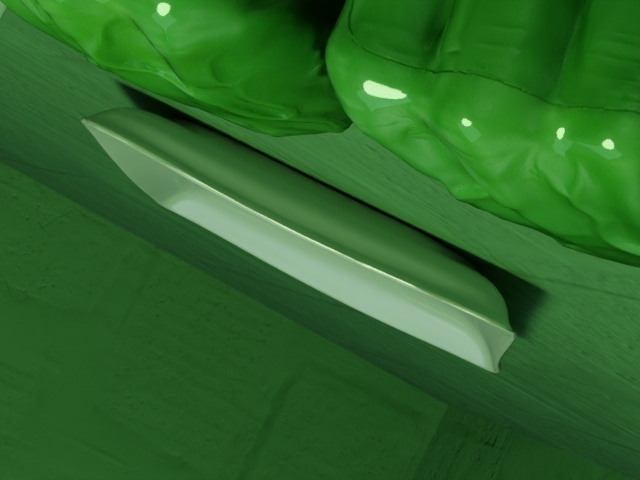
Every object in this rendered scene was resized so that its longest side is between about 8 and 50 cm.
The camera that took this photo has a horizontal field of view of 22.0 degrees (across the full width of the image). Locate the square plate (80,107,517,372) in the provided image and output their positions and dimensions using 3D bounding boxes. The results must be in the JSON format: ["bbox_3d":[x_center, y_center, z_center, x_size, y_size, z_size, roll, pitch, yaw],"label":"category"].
[{"bbox_3d":[0.000,0.000,1.315,0.347,0.049,0.344,26,173,8],"label":"square plate"}]

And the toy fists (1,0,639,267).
[{"bbox_3d":[0.017,-0.069,0.482,0.279,0.096,0.142,23,-178,25],"label":"toy fists"}]

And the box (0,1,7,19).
[{"bbox_3d":[-0.242,-0.091,0.808,0.091,0.170,0.130,31,173,-36],"label":"box"}]
